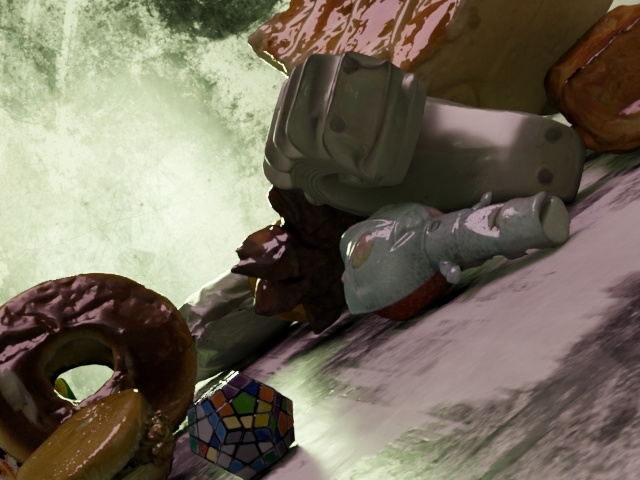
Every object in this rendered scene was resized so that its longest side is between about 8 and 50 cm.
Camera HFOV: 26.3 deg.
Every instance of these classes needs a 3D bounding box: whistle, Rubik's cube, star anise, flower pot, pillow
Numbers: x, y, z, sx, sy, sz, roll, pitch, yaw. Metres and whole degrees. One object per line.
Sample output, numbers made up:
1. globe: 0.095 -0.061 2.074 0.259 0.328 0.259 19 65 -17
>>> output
1. whistle: 0.137 0.010 1.562 0.346 0.134 0.142 -16 13 48
2. Rubik's cube: -0.078 0.183 1.360 0.111 0.111 0.093 -34 29 7
3. star anise: 0.016 -0.003 1.906 0.315 0.315 0.108 -35 42 -12
4. flower pot: 0.120 -0.107 1.693 0.254 0.367 0.164 142 142 -72
5. pillow: -0.144 0.130 2.304 0.310 0.138 0.283 -35 -5 -31

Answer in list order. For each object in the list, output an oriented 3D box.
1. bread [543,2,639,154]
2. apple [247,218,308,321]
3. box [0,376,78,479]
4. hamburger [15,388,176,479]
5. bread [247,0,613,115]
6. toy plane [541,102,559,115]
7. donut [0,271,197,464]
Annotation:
1. bread: 0.387 -0.198 1.731 0.195 0.149 0.344 -44 3 10
2. apple: -0.028 0.048 2.115 0.155 0.182 0.182 -66 12 -14
3. box: -0.450 0.325 2.154 0.103 0.180 0.250 -33 1 -40
4. hamburger: -0.254 0.271 1.587 0.215 0.122 0.189 -26 15 41
5. bread: 0.161 -0.320 1.972 0.390 0.279 0.371 -53 43 0
6. toy plane: 0.394 -0.232 2.006 0.244 0.092 0.229 -5 38 15
7. donut: -0.343 0.209 1.996 0.330 0.330 0.160 -36 -28 -22
